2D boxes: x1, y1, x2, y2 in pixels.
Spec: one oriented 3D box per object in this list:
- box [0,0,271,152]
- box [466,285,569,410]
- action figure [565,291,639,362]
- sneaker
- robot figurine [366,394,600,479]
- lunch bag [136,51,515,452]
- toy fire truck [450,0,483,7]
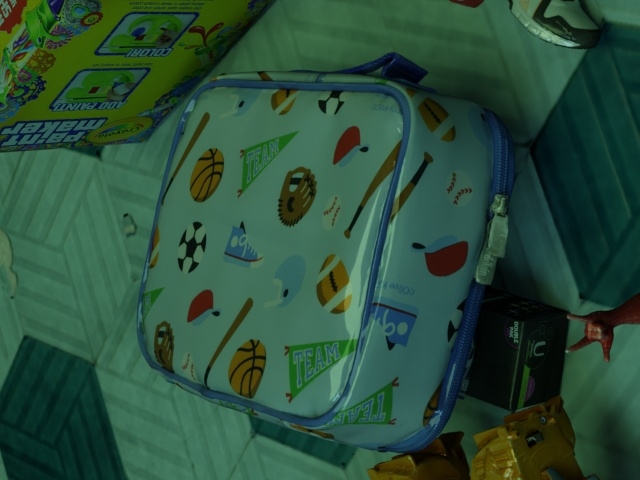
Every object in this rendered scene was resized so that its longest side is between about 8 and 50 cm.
[{"bbox_3d":[-0.184,-0.260,1.280,0.279,0.177,0.290,-43,66,40],"label":"box"},{"bbox_3d":[0.110,0.067,1.119,0.083,0.052,0.062,18,108,41],"label":"box"},{"bbox_3d":[0.212,-0.031,0.955,0.091,0.139,0.280,6,102,45],"label":"action figure"},{"bbox_3d":[0.136,-0.159,1.073,0.109,0.040,0.044,47,123,29],"label":"sneaker"},{"bbox_3d":[0.146,0.250,1.058,0.211,0.085,0.291,-26,88,52],"label":"robot figurine"},{"bbox_3d":[0.000,0.000,1.129,0.303,0.115,0.243,11,86,55],"label":"lunch bag"},{"bbox_3d":[0.031,-0.228,1.090,0.047,0.135,0.192,-60,31,32],"label":"toy fire truck"}]
